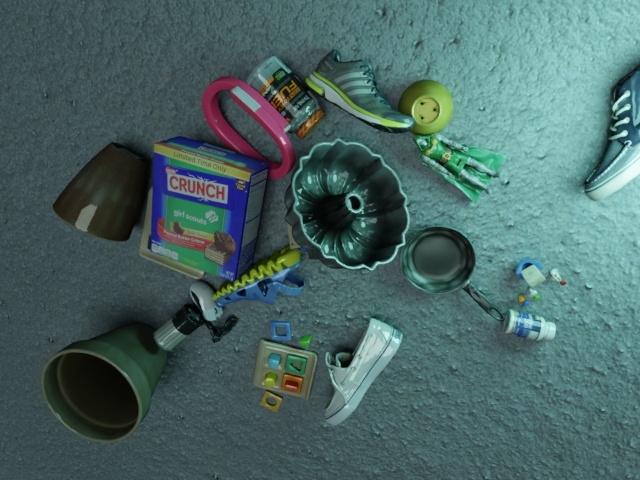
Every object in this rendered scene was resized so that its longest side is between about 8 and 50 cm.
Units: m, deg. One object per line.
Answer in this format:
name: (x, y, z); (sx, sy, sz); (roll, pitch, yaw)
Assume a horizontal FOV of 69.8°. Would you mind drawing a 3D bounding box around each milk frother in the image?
milk frother: (-0.411, 0.286, 1.427); (0.135, 0.129, 0.143); (-39, 90, 10)

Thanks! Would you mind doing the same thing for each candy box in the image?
candy box: (-0.299, -0.084, 1.216); (0.268, 0.122, 0.317); (18, 116, 11)

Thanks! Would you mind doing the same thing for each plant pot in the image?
plant pot: (-0.632, 0.405, 1.439); (0.323, 0.280, 0.323); (4, 111, 11)
plant pot: (0.251, -0.312, 1.094); (0.134, 0.095, 0.134); (4, 111, 11)
plant pot: (-0.588, -0.149, 1.289); (0.215, 0.215, 0.230); (32, 98, 0)

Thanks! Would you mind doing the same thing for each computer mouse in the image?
computer mouse: (-0.333, 0.207, 1.406); (0.042, 0.106, 0.193); (-24, 99, 44)

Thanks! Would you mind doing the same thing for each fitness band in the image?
fitness band: (-0.179, -0.282, 1.166); (0.291, 0.054, 0.209); (44, 150, -6)

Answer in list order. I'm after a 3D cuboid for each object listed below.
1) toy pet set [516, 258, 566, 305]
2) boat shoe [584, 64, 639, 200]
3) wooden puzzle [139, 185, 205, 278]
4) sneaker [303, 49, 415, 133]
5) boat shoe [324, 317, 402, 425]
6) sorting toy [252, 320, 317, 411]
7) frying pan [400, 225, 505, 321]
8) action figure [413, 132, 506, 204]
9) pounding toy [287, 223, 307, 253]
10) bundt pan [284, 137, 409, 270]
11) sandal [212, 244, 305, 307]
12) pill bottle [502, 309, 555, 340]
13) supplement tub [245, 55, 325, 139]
toy pet set: (0.558, 0.100, 1.208); (0.122, 0.065, 0.114); (-38, 133, 24)
boat shoe: (0.684, -0.260, 1.018); (0.158, 0.127, 0.340); (41, 104, 3)
wooden puzzle: (-0.431, -0.020, 1.372); (0.221, 0.044, 0.238); (22, 112, 4)
sneaker: (0.099, -0.352, 1.080); (0.300, 0.111, 0.121); (35, 106, 17)
boat shoe: (0.078, 0.378, 1.357); (0.157, 0.136, 0.367); (32, 110, -1)
sorting toy: (-0.119, 0.420, 1.461); (0.196, 0.047, 0.347); (14, 112, 7)
frying pan: (0.374, 0.073, 1.230); (0.326, 0.053, 0.197); (20, 112, 2)
action figure: (0.328, -0.195, 1.125); (0.232, 0.063, 0.137); (26, 101, -8)
pounding toy: (0.000, 0.000, 1.248); (0.130, 0.141, 0.100); (-12, 78, 16)
bundt pan: (0.053, -0.074, 1.131); (0.331, 0.331, 0.124); (49, 148, -7)
sandal: (-0.173, 0.135, 1.334); (0.317, 0.126, 0.138); (-24, 107, 20)
pill bottle: (0.562, 0.231, 1.237); (0.120, 0.067, 0.067); (13, 111, 7)
supplement tub: (-0.085, -0.351, 1.141); (0.190, 0.117, 0.117); (43, 112, -5)
